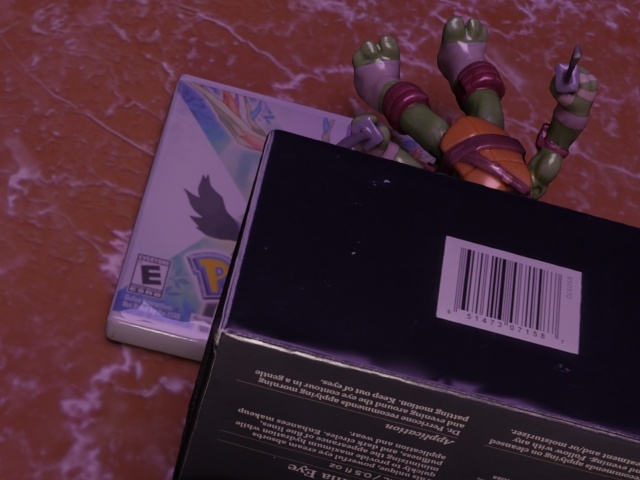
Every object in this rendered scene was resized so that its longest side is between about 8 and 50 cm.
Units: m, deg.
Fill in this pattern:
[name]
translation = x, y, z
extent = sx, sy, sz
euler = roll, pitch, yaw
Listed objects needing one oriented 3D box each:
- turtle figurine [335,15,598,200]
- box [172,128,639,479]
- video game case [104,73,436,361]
[turtle figurine]
translation = 0.126, -0.126, 1.194
extent = 0.274, 0.198, 0.266
euler = 40, 15, -39
[box]
translation = 0.081, 0.122, 0.980
extent = 0.343, 0.312, 0.179
euler = 15, 50, -4
[video game case]
translation = 0.000, 0.000, 1.231
extent = 0.329, 0.036, 0.300
euler = 14, 50, -5
